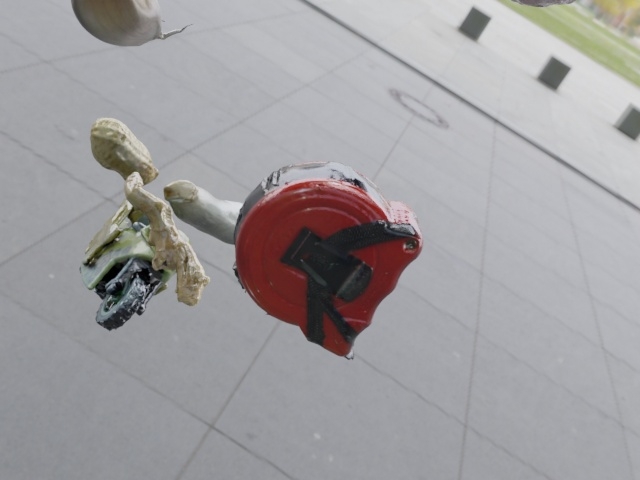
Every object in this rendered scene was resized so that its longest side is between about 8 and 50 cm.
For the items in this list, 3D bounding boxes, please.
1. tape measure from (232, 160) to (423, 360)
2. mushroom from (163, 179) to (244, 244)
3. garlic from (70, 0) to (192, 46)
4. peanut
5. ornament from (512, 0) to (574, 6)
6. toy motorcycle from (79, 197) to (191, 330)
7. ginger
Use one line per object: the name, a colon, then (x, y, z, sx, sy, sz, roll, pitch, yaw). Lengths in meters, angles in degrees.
tape measure: (0.000, 0.019, 1.131, 0.261, 0.253, 0.114, 29, 20, -15)
mushroom: (-0.238, -0.054, 1.824, 0.351, 0.110, 0.097, 28, 57, -57)
garlic: (-0.558, -0.684, 2.201, 0.340, 0.246, 0.231, 42, 19, -49)
peanut: (-0.398, -0.171, 1.617, 0.083, 0.093, 0.194, 39, -12, 38)
ornament: (0.346, -0.491, 1.239, 0.225, 0.259, 0.259, -9, 34, -8)
toy motorcycle: (-0.396, 0.039, 1.672, 0.168, 0.237, 0.410, 51, -7, -27)
ginger: (-0.296, -0.006, 1.494, 0.288, 0.089, 0.075, 57, 11, 11)
